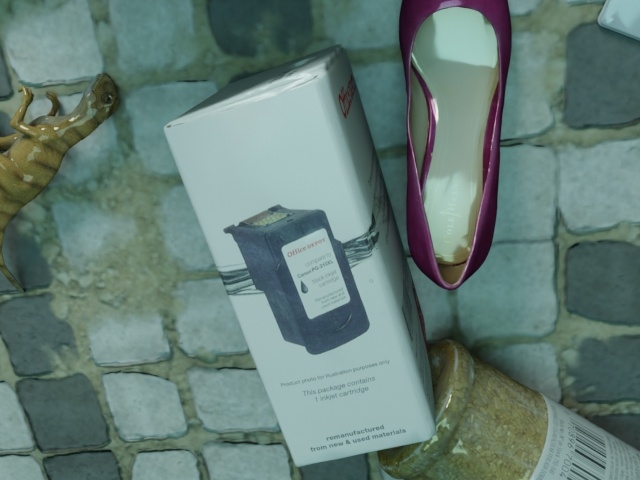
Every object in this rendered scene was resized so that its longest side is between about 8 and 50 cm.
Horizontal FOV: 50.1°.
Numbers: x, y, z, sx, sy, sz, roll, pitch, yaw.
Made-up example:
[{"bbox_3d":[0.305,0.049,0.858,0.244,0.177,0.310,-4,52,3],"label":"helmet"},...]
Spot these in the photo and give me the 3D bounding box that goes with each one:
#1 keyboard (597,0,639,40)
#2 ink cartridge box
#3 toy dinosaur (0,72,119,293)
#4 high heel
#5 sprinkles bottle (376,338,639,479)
[{"bbox_3d":[0.327,-0.142,0.479,0.256,0.014,0.072,20,116,-2],"label":"keyboard"},{"bbox_3d":[0.000,0.000,0.474,0.100,0.172,0.237,-15,108,11],"label":"ink cartridge box"},{"bbox_3d":[-0.242,-0.051,0.537,0.112,0.064,0.211,38,109,-10],"label":"toy dinosaur"},{"bbox_3d":[0.089,-0.092,0.462,0.082,0.117,0.244,6,111,3],"label":"high heel"},{"bbox_3d":[0.223,0.216,0.563,0.355,0.121,0.121,31,110,-6],"label":"sprinkles bottle"}]
